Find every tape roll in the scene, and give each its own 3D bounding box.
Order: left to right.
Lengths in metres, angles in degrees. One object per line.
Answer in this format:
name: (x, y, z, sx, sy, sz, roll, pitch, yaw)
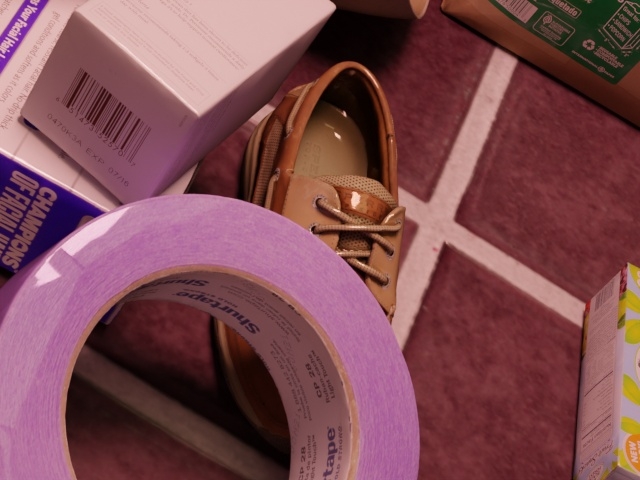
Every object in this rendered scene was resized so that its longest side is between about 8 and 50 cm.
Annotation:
tape roll: (-0.080, 0.115, 1.054, 0.275, 0.090, 0.275, 8, 73, -27)

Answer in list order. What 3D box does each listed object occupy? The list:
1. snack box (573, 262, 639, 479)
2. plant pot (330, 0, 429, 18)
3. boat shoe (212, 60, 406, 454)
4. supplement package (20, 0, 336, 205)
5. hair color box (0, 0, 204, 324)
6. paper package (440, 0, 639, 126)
snack box: (0.285, 0.141, 1.354, 0.174, 0.070, 0.207, 26, 43, -12)
plant pot: (-0.013, -0.323, 1.450, 0.191, 0.284, 0.284, 1, 45, 11)
boat shoe: (0.000, 0.000, 1.253, 0.122, 0.120, 0.324, 16, 47, -21)
supplement package: (-0.091, -0.119, 1.154, 0.105, 0.105, 0.179, 41, 42, 5)
hair color box: (-0.243, -0.109, 1.200, 0.339, 0.110, 0.185, 29, 42, -7)
paper package: (0.315, -0.264, 1.652, 0.325, 0.168, 0.309, 31, 43, -8)
